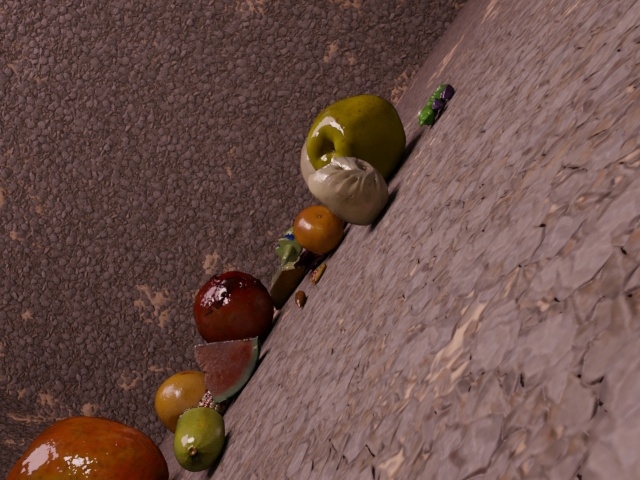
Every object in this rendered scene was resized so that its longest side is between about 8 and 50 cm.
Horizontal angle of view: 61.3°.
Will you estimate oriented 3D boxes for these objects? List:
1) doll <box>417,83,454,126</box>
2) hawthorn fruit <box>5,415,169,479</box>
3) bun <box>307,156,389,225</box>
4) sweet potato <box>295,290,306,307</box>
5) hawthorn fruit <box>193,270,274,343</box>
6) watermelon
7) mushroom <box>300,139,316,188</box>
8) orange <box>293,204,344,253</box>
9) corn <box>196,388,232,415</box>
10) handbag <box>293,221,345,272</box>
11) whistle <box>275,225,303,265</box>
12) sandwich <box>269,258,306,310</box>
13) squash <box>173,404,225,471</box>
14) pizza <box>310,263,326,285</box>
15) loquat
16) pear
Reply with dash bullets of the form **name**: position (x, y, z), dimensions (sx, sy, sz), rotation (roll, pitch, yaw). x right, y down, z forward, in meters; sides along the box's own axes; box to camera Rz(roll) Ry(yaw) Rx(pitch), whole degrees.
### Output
- **doll**: position (0.305, -0.364, 1.448), dimensions (0.115, 0.050, 0.190), rotation (-38, 15, 53)
- **hawthorn fruit**: position (-0.704, 0.745, 1.646), dimensions (0.471, 0.472, 0.472), rotation (-55, 4, 6)
- **bun**: position (0.072, -0.131, 1.274), dimensions (0.127, 0.193, 0.178), rotation (-54, 8, 26)
- **sweet potato**: position (-0.056, 0.164, 1.525), dimensions (0.034, 0.034, 0.095), rotation (-54, 14, 14)
- **hawthorn fruit**: position (-0.301, 0.259, 1.896), dimensions (0.316, 0.316, 0.316), rotation (-55, 4, 6)
- **watermelon**: position (-0.257, 0.359, 1.567), dimensions (0.207, 0.202, 0.136), rotation (-56, 43, 24)
- **mushroom**: position (0.099, -0.304, 2.010), dimensions (0.336, 0.314, 0.314), rotation (-31, 15, 24)
- **orange**: position (-0.006, -0.029, 1.652), dimensions (0.136, 0.159, 0.159), rotation (92, -157, -48)
- **corn**: position (-0.339, 0.520, 1.593), dimensions (0.086, 0.086, 0.253), rotation (-50, 7, 50)
- **handbag**: position (0.003, 0.002, 1.837), dimensions (0.203, 0.074, 0.216), rotation (-58, 3, -27)
- **whistle**: position (-0.099, 0.019, 1.806), dimensions (0.227, 0.085, 0.105), rotation (-68, 2, -62)
- **sandwich**: position (-0.125, 0.150, 2.020), dimensions (0.258, 0.096, 0.094), rotation (-56, 9, 24)
- **squash**: position (-0.272, 0.451, 1.215), dimensions (0.123, 0.123, 0.187), rotation (-56, 8, -7)
- **pizza**: position (-0.016, 0.105, 1.575), dimensions (0.078, 0.025, 0.083), rotation (-49, 8, 37)
- **loquat**: position (-0.424, 0.520, 1.727), dimensions (0.208, 0.208, 0.208), rotation (-55, 4, 6)
- **pear**: position (0.107, -0.275, 1.540), dimensions (0.294, 0.294, 0.294), rotation (-55, 4, 6)
